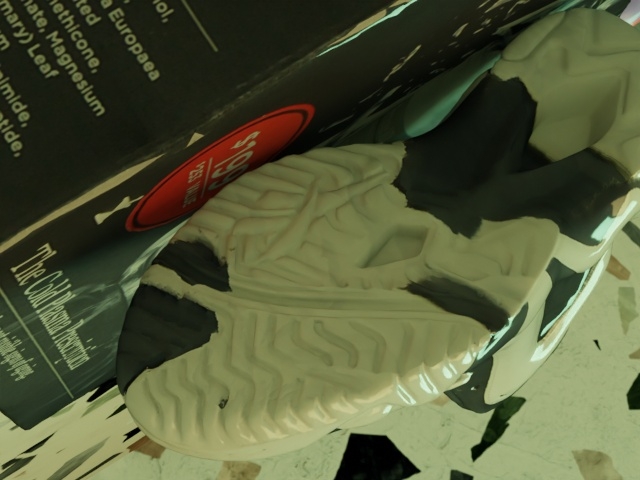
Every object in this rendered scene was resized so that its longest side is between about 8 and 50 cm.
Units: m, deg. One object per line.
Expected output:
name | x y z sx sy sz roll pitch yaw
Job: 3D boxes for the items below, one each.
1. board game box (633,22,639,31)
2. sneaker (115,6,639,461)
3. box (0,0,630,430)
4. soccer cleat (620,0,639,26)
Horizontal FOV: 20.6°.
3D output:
board game box | 0.339 -0.200 1.685 0.144 0.142 0.275 -38 171 32
sneaker | 0.025 0.028 0.609 0.235 0.094 0.153 -40 159 -34
box | -0.043 -0.097 0.662 0.312 0.179 0.343 -33 173 -9
soccer cleat | 0.163 -0.210 0.853 0.248 0.083 0.095 -60 146 -20
